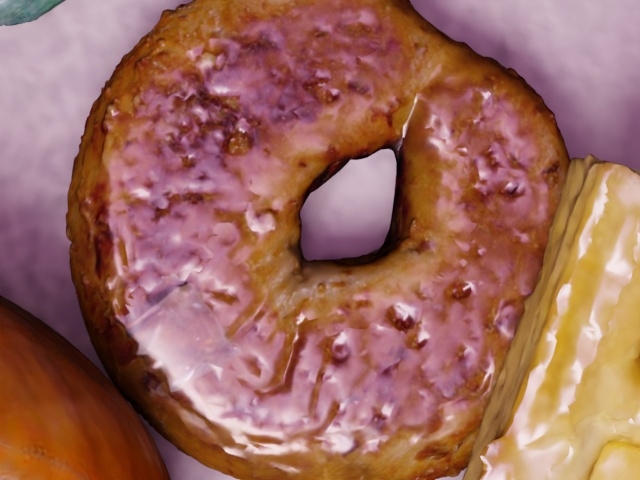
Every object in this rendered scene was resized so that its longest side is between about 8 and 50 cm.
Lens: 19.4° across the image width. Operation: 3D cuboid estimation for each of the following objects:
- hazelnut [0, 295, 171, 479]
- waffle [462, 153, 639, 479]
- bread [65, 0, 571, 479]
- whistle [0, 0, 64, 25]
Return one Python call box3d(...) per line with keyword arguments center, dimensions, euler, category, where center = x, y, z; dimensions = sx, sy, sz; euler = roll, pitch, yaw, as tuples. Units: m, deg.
box3d(center=(-0.127, 0.097, 0.621), dimensions=(0.182, 0.182, 0.182), euler=(0, 94, 1), category="hazelnut")
box3d(center=(0.181, 0.084, 0.639), dimensions=(0.274, 0.057, 0.168), euler=(15, 98, -13), category="waffle")
box3d(center=(0.000, 0.000, 0.662), dimensions=(0.193, 0.064, 0.193), euler=(0, 90, -3), category="bread")
box3d(center=(-0.050, -0.134, 0.664), dimensions=(0.186, 0.039, 0.039), euler=(-32, 93, 3), category="whistle")
